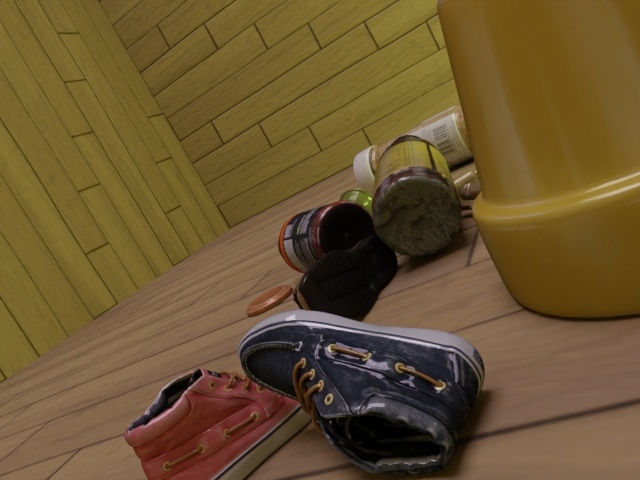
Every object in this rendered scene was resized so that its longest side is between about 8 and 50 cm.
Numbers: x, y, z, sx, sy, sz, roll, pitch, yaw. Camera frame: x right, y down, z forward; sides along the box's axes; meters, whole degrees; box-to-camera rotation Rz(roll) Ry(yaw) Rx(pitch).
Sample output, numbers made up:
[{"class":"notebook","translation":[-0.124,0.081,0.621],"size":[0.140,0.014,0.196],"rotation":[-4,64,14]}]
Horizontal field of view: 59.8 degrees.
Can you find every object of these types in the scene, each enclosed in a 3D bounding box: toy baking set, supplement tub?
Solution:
[{"class":"toy baking set","translation":[0.222,-0.064,0.804],"size":[0.256,0.030,0.197],"rotation":[-34,14,8]},{"class":"supplement tub","translation":[0.000,0.000,0.876],"size":[0.106,0.106,0.198],"rotation":[-33,10,-23]}]

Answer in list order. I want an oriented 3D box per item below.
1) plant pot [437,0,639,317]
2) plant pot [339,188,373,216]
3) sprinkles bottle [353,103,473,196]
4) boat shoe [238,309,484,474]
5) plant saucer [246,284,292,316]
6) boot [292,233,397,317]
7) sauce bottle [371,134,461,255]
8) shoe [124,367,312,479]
[{"class":"plant pot","translation":[0.211,-0.110,0.410],"size":[0.254,0.239,0.254],"rotation":[-28,10,5]},{"class":"plant pot","translation":[0.059,-0.041,1.043],"size":[0.083,0.083,0.079],"rotation":[-22,23,39]},{"class":"sprinkles bottle","translation":[0.242,-0.203,1.215],"size":[0.355,0.121,0.121],"rotation":[-22,11,37]},{"class":"boat shoe","translation":[0.006,0.093,0.360],"size":[0.183,0.065,0.083],"rotation":[-3,23,30]},{"class":"plant saucer","translation":[-0.084,0.095,0.900],"size":[0.083,0.013,0.083],"rotation":[-27,9,5]},{"class":"boot","translation":[-0.001,0.064,0.669],"size":[0.137,0.077,0.198],"rotation":[-29,-6,33]},{"class":"sauce bottle","translation":[0.133,-0.086,0.800],"size":[0.111,0.111,0.344],"rotation":[-26,14,17]},{"class":"shoe","translation":[-0.063,0.126,0.440],"size":[0.178,0.081,0.063],"rotation":[-35,11,-36]}]
